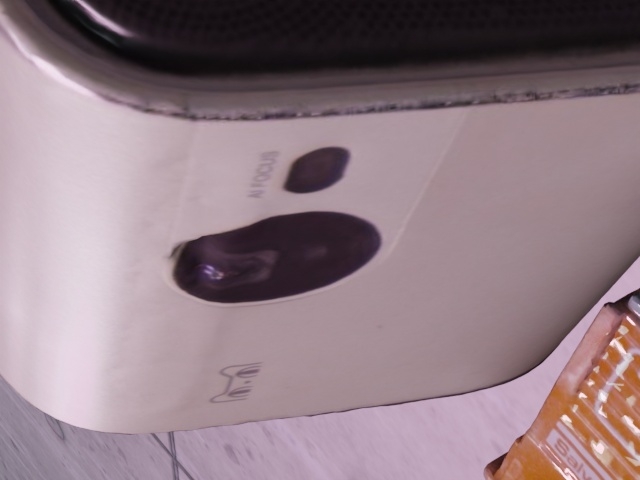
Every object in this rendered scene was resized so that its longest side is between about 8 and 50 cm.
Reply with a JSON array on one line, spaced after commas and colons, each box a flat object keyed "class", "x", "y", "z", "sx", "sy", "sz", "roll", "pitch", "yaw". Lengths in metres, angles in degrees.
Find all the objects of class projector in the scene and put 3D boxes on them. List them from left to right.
[{"class": "projector", "x": -0.003, "y": -0.094, "z": 0.516, "sx": 0.249, "sy": 0.248, "sz": 0.248, "roll": 114, "pitch": 147, "yaw": -62}]

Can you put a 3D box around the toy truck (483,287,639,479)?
[{"class": "toy truck", "x": 0.217, "y": 0.140, "z": 0.568, "sx": 0.305, "sy": 0.136, "sz": 0.162, "roll": 49, "pitch": 145, "yaw": 26}]
